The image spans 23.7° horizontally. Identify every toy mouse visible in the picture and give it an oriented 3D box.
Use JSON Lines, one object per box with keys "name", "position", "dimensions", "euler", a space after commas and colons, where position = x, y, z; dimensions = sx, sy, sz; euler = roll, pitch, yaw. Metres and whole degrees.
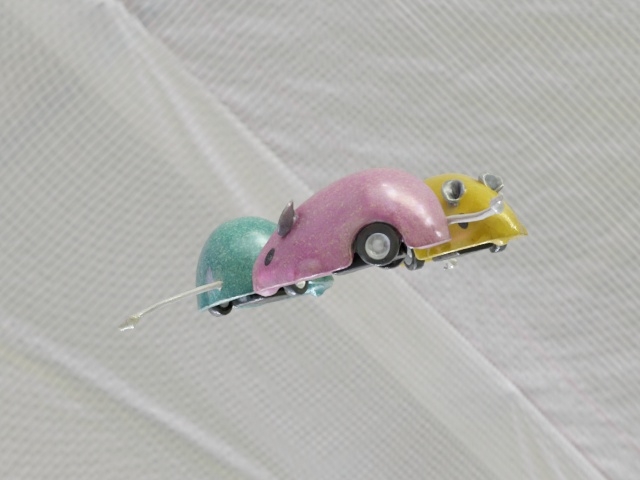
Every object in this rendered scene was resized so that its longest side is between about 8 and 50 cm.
{"name": "toy mouse", "position": [0.000, 0.000, 0.502], "dimensions": [0.143, 0.161, 0.031], "euler": [-12, -95, -15]}
